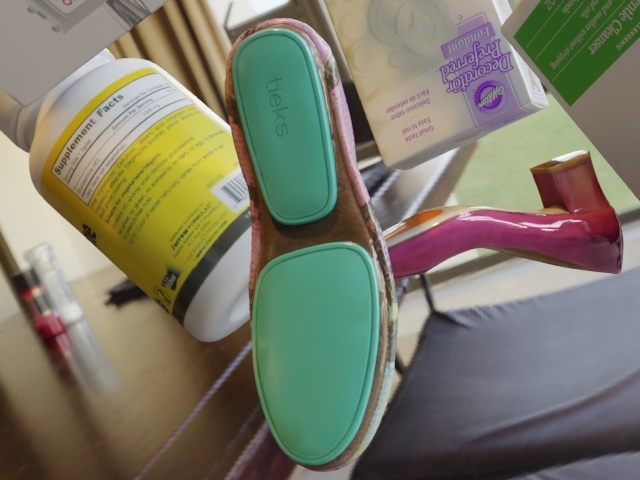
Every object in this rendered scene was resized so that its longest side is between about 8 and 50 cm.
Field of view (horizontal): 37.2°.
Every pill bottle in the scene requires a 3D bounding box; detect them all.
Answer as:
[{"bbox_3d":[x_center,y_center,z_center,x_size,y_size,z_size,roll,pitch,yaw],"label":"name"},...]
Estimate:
[{"bbox_3d":[-0.176,-0.066,0.992,0.188,0.334,0.188,-47,-11,-12],"label":"pill bottle"}]

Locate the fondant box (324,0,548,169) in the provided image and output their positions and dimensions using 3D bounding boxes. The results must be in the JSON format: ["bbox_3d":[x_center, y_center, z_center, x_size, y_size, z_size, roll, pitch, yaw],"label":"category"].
[{"bbox_3d":[0.159,-0.301,1.404,0.238,0.330,0.096,-24,-8,26],"label":"fondant box"}]

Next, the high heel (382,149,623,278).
[{"bbox_3d":[0.145,0.017,0.820,0.244,0.117,0.082,-23,9,-14],"label":"high heel"}]

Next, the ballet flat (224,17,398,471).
[{"bbox_3d":[0.000,0.000,0.479,0.077,0.221,0.079,-11,-6,17],"label":"ballet flat"}]

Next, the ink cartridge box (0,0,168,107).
[{"bbox_3d":[-0.155,-0.261,0.687,0.283,0.117,0.207,-31,45,18],"label":"ink cartridge box"}]

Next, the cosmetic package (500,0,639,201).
[{"bbox_3d":[0.348,-0.119,0.796,0.155,0.365,0.197,-32,-11,-21],"label":"cosmetic package"}]
